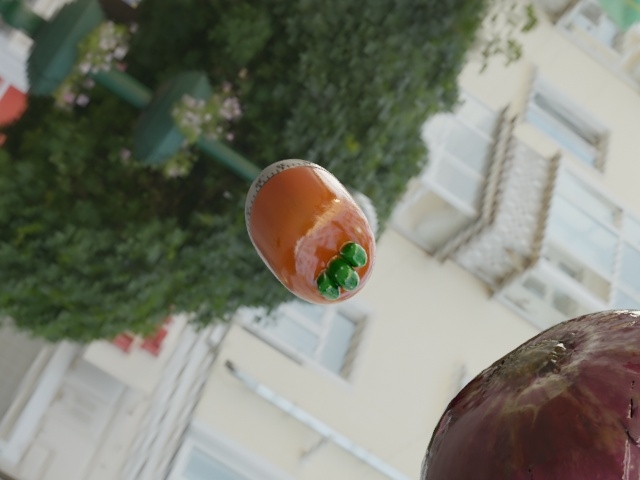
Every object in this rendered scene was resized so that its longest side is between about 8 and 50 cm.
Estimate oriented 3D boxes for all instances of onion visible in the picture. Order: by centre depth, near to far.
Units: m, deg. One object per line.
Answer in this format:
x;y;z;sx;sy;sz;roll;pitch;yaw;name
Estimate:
0.134;0.115;0.668;0.177;0.177;0.154;-99;-177;-70;onion

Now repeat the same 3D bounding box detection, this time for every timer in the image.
0.000;0.000;1.163;0.099;0.136;0.136;-48;-166;-1;timer
